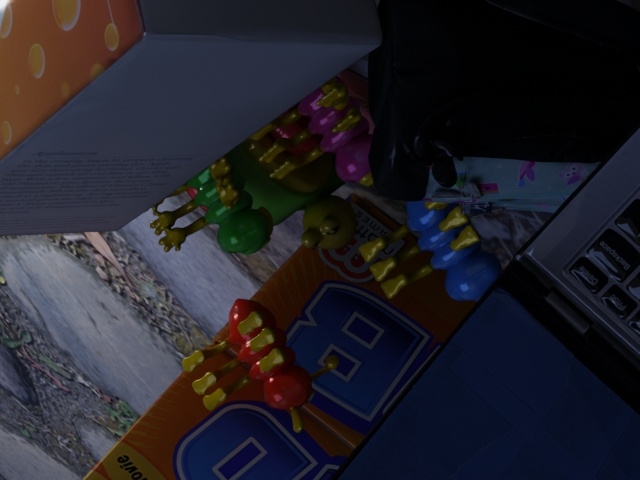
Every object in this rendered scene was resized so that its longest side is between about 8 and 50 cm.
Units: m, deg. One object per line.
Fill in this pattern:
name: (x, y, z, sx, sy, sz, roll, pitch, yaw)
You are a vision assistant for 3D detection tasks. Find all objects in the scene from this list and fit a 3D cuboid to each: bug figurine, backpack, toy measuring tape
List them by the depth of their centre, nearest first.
backpack: (0.121, -0.084, 1.140, 0.182, 0.151, 0.115, 4, 161, -11)
bug figurine: (0.000, 0.000, 1.299, 0.279, 0.072, 0.216, -32, 84, 39)
toy measuring tape: (-0.090, -0.114, 1.403, 0.330, 0.121, 0.121, 49, 152, -10)

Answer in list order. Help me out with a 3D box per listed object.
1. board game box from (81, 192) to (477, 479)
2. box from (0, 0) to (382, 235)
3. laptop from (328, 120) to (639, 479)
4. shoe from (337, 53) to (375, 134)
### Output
board game box: (0.029, 0.260, 1.527, 0.356, 0.356, 0.356, 38, 152, 11)
box: (-0.142, -0.155, 1.213, 0.345, 0.168, 0.215, -31, 68, 50)
laptop: (0.258, 0.120, 0.931, 0.382, 0.408, 0.236, 42, -163, 1)
shoe: (0.069, -0.094, 1.297, 0.178, 0.063, 0.081, 33, 153, 30)
